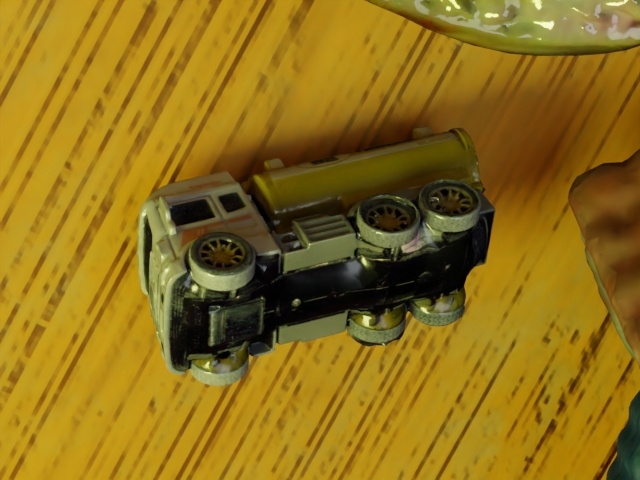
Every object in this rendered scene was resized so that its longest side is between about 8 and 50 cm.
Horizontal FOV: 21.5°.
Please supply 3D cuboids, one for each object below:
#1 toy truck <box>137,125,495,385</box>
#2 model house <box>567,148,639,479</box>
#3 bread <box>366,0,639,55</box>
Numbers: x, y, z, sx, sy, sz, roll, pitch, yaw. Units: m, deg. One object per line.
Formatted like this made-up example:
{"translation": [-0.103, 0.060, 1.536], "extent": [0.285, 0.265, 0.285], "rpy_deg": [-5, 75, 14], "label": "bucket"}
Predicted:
{"translation": [0.000, 0.000, 0.553], "extent": [0.123, 0.063, 0.052], "rpy_deg": [-13, 135, -19], "label": "toy truck"}
{"translation": [0.214, 0.015, 0.593], "extent": [0.295, 0.252, 0.329], "rpy_deg": [-24, 95, 10], "label": "model house"}
{"translation": [0.080, -0.152, 0.480], "extent": [0.260, 0.156, 0.158], "rpy_deg": [-1, 119, 4], "label": "bread"}
